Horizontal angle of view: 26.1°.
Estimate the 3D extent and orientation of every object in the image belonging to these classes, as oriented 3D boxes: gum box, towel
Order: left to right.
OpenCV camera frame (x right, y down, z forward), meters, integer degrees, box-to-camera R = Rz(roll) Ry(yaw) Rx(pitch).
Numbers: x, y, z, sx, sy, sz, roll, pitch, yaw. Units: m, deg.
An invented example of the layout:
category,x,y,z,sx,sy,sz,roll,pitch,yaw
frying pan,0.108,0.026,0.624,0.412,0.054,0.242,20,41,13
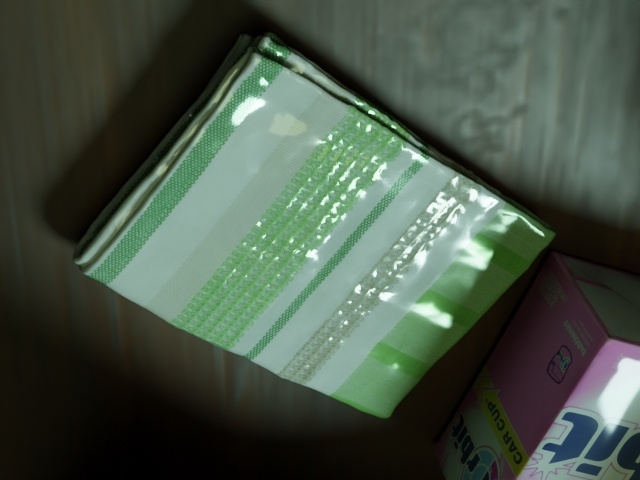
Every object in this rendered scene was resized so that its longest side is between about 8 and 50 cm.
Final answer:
category,x,y,z,sx,sy,sz,roll,pitch,yaw
towel,0.000,0.000,0.515,0.152,0.023,0.113,30,113,-31
gum box,0.159,0.085,0.580,0.188,0.062,0.107,16,117,-22
